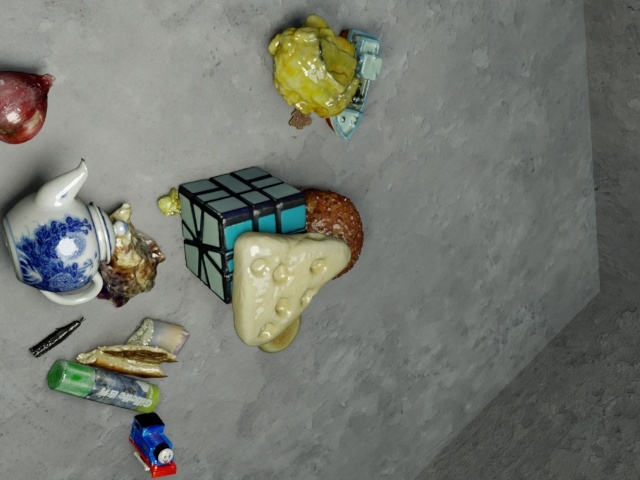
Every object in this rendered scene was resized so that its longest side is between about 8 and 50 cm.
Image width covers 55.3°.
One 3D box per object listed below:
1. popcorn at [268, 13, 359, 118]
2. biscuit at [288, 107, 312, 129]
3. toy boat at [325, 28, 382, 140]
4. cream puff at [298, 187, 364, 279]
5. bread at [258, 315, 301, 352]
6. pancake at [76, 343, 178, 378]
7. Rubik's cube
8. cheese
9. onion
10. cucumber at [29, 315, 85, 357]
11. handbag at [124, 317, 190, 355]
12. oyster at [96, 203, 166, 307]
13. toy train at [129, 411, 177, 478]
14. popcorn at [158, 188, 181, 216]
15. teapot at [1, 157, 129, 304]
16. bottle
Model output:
[{"bbox_3d":[-0.015,-0.494,1.753,0.252,0.215,0.286,-49,129,0],"label":"popcorn"},{"bbox_3d":[-0.062,-0.390,1.897,0.082,0.016,0.092,-11,117,-29],"label":"biscuit"},{"bbox_3d":[0.104,-0.479,1.905,0.145,0.133,0.331,1,112,-40],"label":"toy boat"},{"bbox_3d":[0.004,0.000,2.007,0.350,0.229,0.350,-18,124,-29],"label":"cream puff"},{"bbox_3d":[-0.159,0.279,2.098,0.213,0.105,0.213,-16,117,-33],"label":"bread"},{"bbox_3d":[-0.551,0.360,1.799,0.257,0.056,0.212,-2,151,2],"label":"pancake"},{"bbox_3d":[-0.222,-0.024,1.773,0.283,0.293,0.288,-18,124,-34],"label":"Rubik's cube"},{"bbox_3d":[-0.089,0.136,1.677,0.351,0.130,0.328,1,109,-37],"label":"cheese"},{"bbox_3d":[-0.674,-0.310,1.361,0.195,0.159,0.159,-48,134,-24],"label":"onion"},{"bbox_3d":[-0.722,0.262,1.689,0.163,0.043,0.039,-39,89,-21],"label":"cucumber"},{"bbox_3d":[-0.493,0.302,1.851,0.173,0.095,0.117,28,94,-46],"label":"handbag"},{"bbox_3d":[-0.535,0.058,1.694,0.275,0.100,0.271,-58,149,-5],"label":"oyster"},{"bbox_3d":[-0.526,0.646,1.924,0.083,0.204,0.131,6,103,-41],"label":"toy train"},{"bbox_3d":[-0.422,-0.107,1.725,0.068,0.059,0.083,18,91,-43],"label":"popcorn"},{"bbox_3d":[-0.608,-0.005,1.491,0.280,0.252,0.424,-14,133,-30],"label":"teapot"},{"bbox_3d":[-0.633,0.434,1.806,0.330,0.093,0.093,32,90,-43],"label":"bottle"}]
